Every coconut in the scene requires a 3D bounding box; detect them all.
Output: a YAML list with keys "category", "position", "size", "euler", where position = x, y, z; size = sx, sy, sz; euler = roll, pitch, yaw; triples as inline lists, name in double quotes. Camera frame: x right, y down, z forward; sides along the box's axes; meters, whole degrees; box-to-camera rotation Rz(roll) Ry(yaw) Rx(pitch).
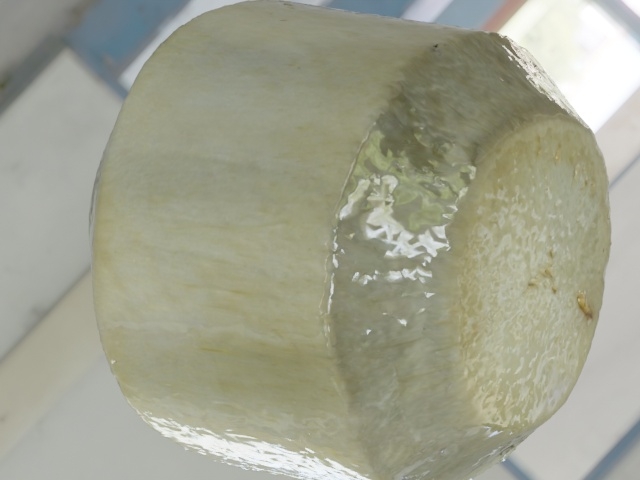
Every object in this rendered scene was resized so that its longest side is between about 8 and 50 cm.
- category: "coconut"
  position: [0.000, 0.000, 0.797]
  size: [0.222, 0.202, 0.202]
  euler: [11, -139, 34]
